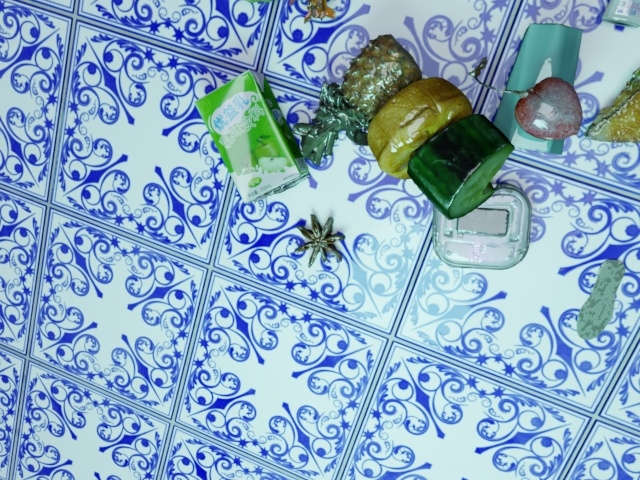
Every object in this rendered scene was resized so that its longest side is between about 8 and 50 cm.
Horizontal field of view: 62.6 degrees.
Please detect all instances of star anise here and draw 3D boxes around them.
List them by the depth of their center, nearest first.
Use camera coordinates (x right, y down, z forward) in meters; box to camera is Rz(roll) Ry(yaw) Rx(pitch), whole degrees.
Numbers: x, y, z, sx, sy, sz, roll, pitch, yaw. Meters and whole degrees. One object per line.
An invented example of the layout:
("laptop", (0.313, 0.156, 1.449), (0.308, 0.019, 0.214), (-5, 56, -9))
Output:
("star anise", (0.000, -0.002, 1.264), (0.140, 0.042, 0.141), (5, 107, 16))

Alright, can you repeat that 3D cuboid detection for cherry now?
("cherry", (0.378, -0.267, 0.952), (0.225, 0.090, 0.107), (48, 118, 12))

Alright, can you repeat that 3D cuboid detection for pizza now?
("pizza", (0.619, -0.245, 1.042), (0.195, 0.052, 0.185), (-20, 105, 14))

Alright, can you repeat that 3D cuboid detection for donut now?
("donut", (0.203, -0.226, 1.072), (0.226, 0.226, 0.114), (-39, 69, 19))

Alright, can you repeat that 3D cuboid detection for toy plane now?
("toy plane", (-0.007, -0.564, 1.125), (0.135, 0.062, 0.189), (-3, 89, 15))

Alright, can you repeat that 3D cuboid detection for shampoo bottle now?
("shampoo bottle", (0.589, -0.463, 1.000), (0.072, 0.043, 0.099), (17, 106, 9))

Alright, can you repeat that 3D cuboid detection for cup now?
("cup", (0.425, -0.297, 1.038), (0.134, 0.148, 0.236), (18, 108, 37))

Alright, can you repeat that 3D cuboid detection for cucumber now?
("cucumber", (0.273, -0.146, 1.034), (0.191, 0.191, 0.130), (-48, 66, 19))

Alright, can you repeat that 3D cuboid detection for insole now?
("insole", (0.616, 0.132, 1.159), (0.065, 0.006, 0.194), (15, 106, 11))

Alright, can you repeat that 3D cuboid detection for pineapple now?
("pineapple", (0.074, -0.286, 1.135), (0.170, 0.141, 0.310), (38, 119, -24))

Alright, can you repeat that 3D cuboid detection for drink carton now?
("drink carton", (-0.154, -0.231, 1.213), (0.161, 0.108, 0.271), (-24, 95, 16))

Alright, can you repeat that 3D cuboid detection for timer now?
("timer", (0.351, -0.031, 1.155), (0.208, 0.069, 0.191), (2, 101, 15))

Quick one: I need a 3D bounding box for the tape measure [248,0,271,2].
("tape measure", (-0.137, -0.602, 1.117), (0.200, 0.106, 0.175), (-31, 90, 21))
